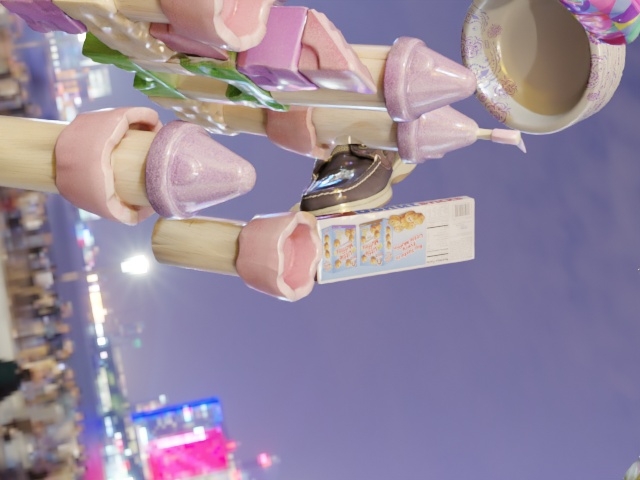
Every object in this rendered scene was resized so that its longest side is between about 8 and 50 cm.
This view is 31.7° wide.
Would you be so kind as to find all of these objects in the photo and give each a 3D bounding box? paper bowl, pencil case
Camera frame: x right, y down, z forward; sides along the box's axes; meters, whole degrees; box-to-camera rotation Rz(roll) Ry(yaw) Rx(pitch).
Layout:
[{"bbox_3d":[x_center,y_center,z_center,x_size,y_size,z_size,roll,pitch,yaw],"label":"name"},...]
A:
[{"bbox_3d":[0.399,-0.339,1.970,0.284,0.148,0.284,23,-55,38],"label":"paper bowl"},{"bbox_3d":[0.363,-0.338,1.487,0.236,0.104,0.104,18,53,-57],"label":"pencil case"}]

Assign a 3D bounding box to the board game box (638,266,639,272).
[{"bbox_3d":[0.395,0.027,0.793,0.144,0.275,0.142,46,20,-23],"label":"board game box"}]

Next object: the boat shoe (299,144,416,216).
[{"bbox_3d":[0.037,-0.090,1.250,0.285,0.102,0.092,-43,121,-61],"label":"boat shoe"}]

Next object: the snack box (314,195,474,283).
[{"bbox_3d":[0.073,-0.002,1.111,0.022,0.178,0.064,26,-59,61],"label":"snack box"}]

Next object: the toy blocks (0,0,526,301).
[{"bbox_3d":[-0.022,-0.131,0.725,0.288,0.260,0.309,30,70,-62],"label":"toy blocks"}]

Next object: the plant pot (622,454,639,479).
[{"bbox_3d":[0.555,0.421,1.625,0.276,0.253,0.276,-59,167,-23],"label":"plant pot"}]

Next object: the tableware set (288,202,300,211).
[{"bbox_3d":[0.000,0.000,1.706,0.020,0.168,0.141,57,44,-45],"label":"tableware set"}]
